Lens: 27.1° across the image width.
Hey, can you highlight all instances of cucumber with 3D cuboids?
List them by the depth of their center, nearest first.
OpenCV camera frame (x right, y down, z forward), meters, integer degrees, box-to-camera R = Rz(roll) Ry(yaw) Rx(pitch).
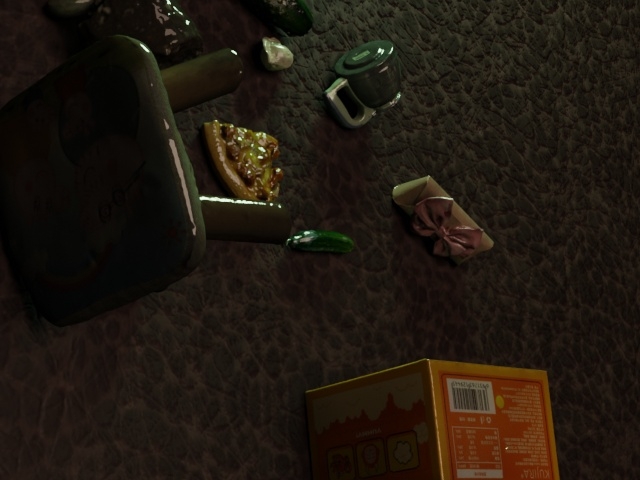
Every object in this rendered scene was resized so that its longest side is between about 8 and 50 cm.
[{"bbox_3d":[0.000,0.000,2.095,0.155,0.037,0.037,3,72,-46],"label":"cucumber"},{"bbox_3d":[-0.099,-0.407,2.134,0.227,0.069,0.069,37,51,-27],"label":"cucumber"}]

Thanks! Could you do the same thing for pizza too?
[{"bbox_3d":[-0.110,-0.125,2.023,0.175,0.046,0.134,50,45,-19],"label":"pizza"}]

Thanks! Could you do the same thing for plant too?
[{"bbox_3d":[-0.293,-0.335,1.852,0.274,0.149,0.146,49,0,2],"label":"plant"}]

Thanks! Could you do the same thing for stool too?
[{"bbox_3d":[-0.230,-0.073,1.692,0.226,0.310,0.310,-6,78,-53],"label":"stool"}]

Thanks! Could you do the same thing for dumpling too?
[{"bbox_3d":[-0.070,-0.301,2.129,0.076,0.052,0.057,-13,95,-38],"label":"dumpling"}]

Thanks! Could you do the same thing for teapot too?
[{"bbox_3d":[0.084,-0.259,2.236,0.108,0.111,0.149,62,35,-29],"label":"teapot"}]

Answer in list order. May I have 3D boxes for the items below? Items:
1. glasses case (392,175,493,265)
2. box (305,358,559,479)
[{"bbox_3d":[0.216,-0.024,2.283,0.193,0.102,0.070,44,54,-26],"label":"glasses case"},{"bbox_3d":[0.170,0.309,1.983,0.283,0.259,0.214,11,66,-43],"label":"box"}]
